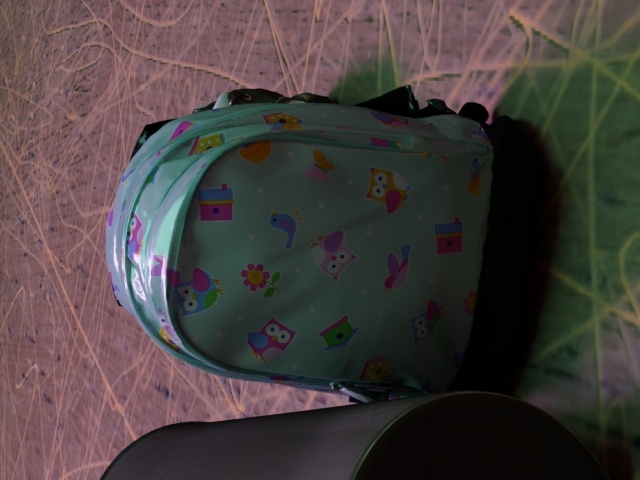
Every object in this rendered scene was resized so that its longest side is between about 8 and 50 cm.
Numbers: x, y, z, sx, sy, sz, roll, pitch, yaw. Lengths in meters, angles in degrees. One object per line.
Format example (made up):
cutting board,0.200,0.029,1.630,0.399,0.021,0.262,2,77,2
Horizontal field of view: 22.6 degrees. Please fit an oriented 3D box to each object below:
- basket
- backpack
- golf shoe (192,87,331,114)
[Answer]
basket,0.013,0.147,0.665,0.204,0.154,0.227,60,148,4
backpack,0.000,0.000,0.696,0.115,0.182,0.152,-168,85,-70
golf shoe,-0.016,-0.044,0.890,0.198,0.093,0.077,-156,74,-68
